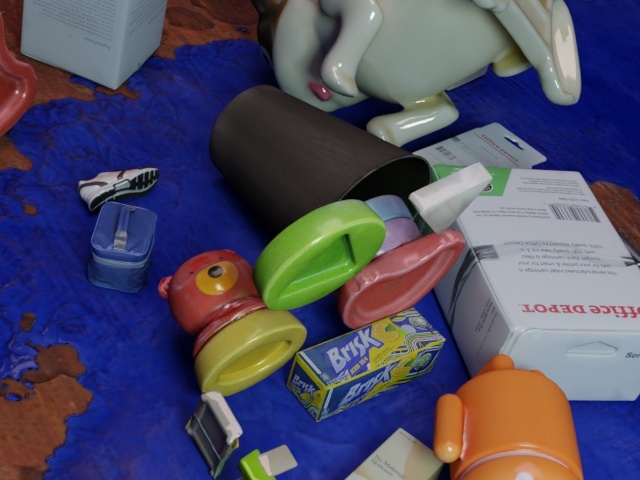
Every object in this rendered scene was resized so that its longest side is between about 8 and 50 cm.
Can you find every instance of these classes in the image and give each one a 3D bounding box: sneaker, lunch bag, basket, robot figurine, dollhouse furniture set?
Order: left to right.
[{"bbox_3d":[-0.242,-0.071,1.323,0.109,0.040,0.044,-24,51,-40],"label":"sneaker"},{"bbox_3d":[-0.218,0.001,1.224,0.067,0.065,0.098,11,39,-8],"label":"lunch bag"},{"bbox_3d":[-0.062,0.206,1.027,0.059,0.076,0.151,-17,59,-32],"label":"dollhouse furniture set"},{"bbox_3d":[-0.018,-0.081,1.335,0.204,0.154,0.227,-38,56,-23],"label":"basket"},{"bbox_3d":[0.189,0.213,1.068,0.128,0.158,0.219,-15,36,15],"label":"robot figurine"}]

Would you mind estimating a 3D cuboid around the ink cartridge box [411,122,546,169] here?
[{"bbox_3d":[0.211,-0.092,1.500,0.180,0.060,0.104,-22,52,-38],"label":"ink cartridge box"}]

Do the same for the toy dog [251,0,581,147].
[{"bbox_3d":[0.093,-0.314,1.477,0.285,0.408,0.395,31,51,-48],"label":"toy dog"}]

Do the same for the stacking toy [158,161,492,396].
[{"bbox_3d":[0.000,0.000,1.102,0.309,0.279,0.130,-21,64,-31],"label":"stacking toy"}]

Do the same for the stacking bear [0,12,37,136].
[{"bbox_3d":[-0.517,-0.220,1.315,0.289,0.175,0.164,22,65,22],"label":"stacking bear"}]

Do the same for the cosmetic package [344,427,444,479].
[{"bbox_3d":[0.063,0.237,1.060,0.060,0.041,0.115,33,41,20],"label":"cosmetic package"}]

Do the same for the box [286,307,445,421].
[{"bbox_3d":[0.049,0.130,1.176,0.169,0.054,0.059,-18,50,-36],"label":"box"}]

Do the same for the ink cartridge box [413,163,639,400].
[{"bbox_3d":[0.250,0.046,1.298,0.211,0.121,0.289,3,40,-18],"label":"ink cartridge box"}]

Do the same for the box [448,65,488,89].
[{"bbox_3d":[0.229,-0.374,1.677,0.094,0.275,0.113,38,43,25],"label":"box"}]

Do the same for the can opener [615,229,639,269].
[{"bbox_3d":[0.366,-0.016,1.483,0.186,0.073,0.059,43,6,24],"label":"can opener"}]

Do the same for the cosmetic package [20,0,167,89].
[{"bbox_3d":[-0.303,-0.336,1.506,0.151,0.183,0.151,22,39,6],"label":"cosmetic package"}]
